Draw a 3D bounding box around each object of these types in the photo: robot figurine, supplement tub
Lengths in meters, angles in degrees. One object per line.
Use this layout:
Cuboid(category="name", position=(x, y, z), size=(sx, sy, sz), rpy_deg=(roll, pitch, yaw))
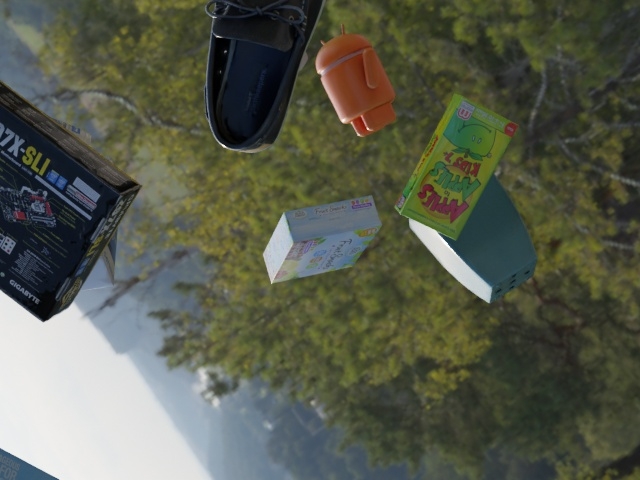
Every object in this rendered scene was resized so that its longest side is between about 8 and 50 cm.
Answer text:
Cuboid(category="robot figurine", position=(0.072, -0.326, 1.856), size=(0.219, 0.128, 0.158), rpy_deg=(64, -169, -1))
Cuboid(category="supplement tub", position=(-0.442, -0.165, 1.510), size=(0.107, 0.071, 0.071), rpy_deg=(20, -176, -24))

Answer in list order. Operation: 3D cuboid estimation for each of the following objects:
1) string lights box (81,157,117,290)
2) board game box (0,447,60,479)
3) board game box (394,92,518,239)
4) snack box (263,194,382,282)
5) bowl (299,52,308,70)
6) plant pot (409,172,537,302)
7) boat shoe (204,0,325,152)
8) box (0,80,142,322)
Cuboid(category="string lights box", position=(-0.424, -0.029, 1.580), size=(0.259, 0.134, 0.076), rpy_deg=(-99, 1, -46))
Cuboid(category="board game box", position=(-0.557, 0.323, 1.248), size=(0.242, 0.317, 0.064), rpy_deg=(48, -139, -42))
Cuboid(category="board game box", position=(0.188, -0.102, 1.273), size=(0.092, 0.181, 0.043), rpy_deg=(25, -169, -13))
Cuboid(category="snack box", position=(0.000, 0.000, 1.708), size=(0.207, 0.175, 0.070), rpy_deg=(124, 131, -63))
Cuboid(category="bowl", position=(-0.113, -0.352, 1.786), size=(0.142, 0.142, 0.053), rpy_deg=(38, -138, -27))
Cuboid(category="plant pot", position=(0.303, -0.012, 1.758), size=(0.234, 0.166, 0.165), rpy_deg=(55, 174, 23))
Cuboid(category="boat shoe", position=(-0.101, -0.385, 1.601), size=(0.156, 0.187, 0.499), rpy_deg=(-61, -15, -70))
Cuboid(category="box", position=(-0.465, -0.071, 1.369), size=(0.322, 0.257, 0.079), rpy_deg=(36, -160, 3))
